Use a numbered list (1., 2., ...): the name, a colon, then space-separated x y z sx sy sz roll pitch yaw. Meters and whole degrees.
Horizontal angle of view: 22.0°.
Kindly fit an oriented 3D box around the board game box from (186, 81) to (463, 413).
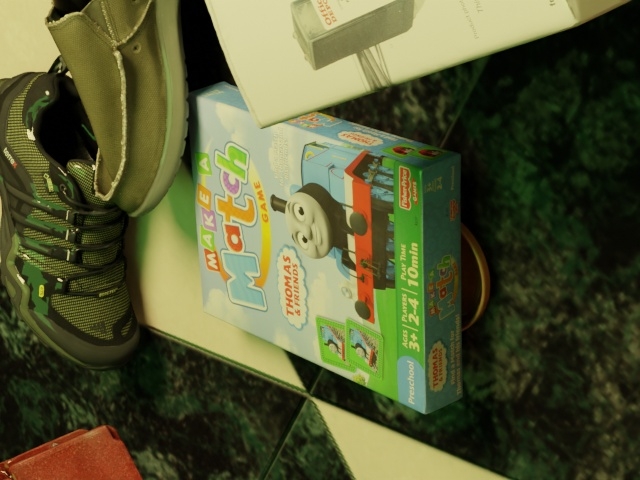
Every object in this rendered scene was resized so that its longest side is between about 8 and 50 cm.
1. board game box: 0.000 0.000 1.034 0.211 0.039 0.160 21 123 44

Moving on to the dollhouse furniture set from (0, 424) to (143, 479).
1. dollhouse furniture set: -0.147 0.326 1.202 0.374 0.152 0.201 62 165 2

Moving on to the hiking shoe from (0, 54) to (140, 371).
1. hiking shoe: -0.175 -0.015 1.169 0.114 0.086 0.226 -16 98 49

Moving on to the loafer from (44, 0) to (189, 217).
1. loafer: -0.136 -0.136 1.058 0.094 0.087 0.251 -135 44 -62

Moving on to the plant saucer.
1. plant saucer: 0.070 0.017 1.011 0.083 0.013 0.083 19 121 36

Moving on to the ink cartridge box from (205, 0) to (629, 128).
1. ink cartridge box: 0.071 -0.140 0.832 0.218 0.158 0.092 -12 102 45
